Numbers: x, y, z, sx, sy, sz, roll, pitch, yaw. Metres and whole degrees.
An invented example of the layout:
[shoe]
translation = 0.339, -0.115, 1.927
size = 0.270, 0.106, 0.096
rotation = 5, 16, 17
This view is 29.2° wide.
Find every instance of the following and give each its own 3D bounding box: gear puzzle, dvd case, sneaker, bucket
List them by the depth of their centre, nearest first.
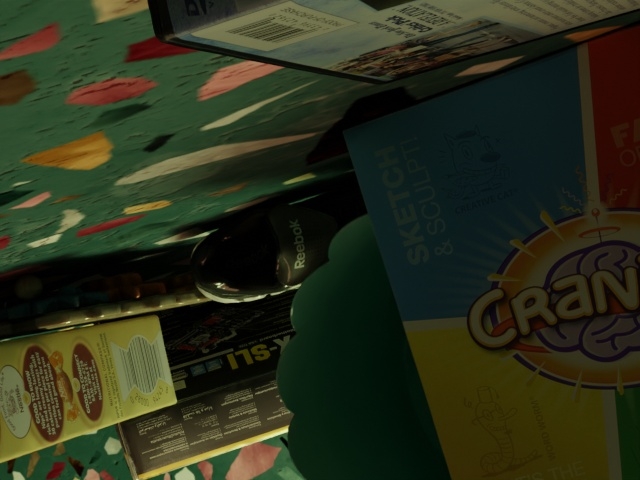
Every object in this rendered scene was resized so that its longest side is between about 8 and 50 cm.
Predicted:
[dvd case]
translation = 0.097, -0.097, 0.386
size = 0.253, 0.022, 0.180
rotation = -14, 177, 24
[bucket]
translation = 0.125, 0.095, 0.882
size = 0.281, 0.281, 0.183
rotation = -20, 170, 27
[sneaker]
translation = 0.000, 0.000, 0.978
size = 0.234, 0.078, 0.106
rotation = -16, 178, 6
[gear puzzle]
translation = -0.183, 0.046, 1.070
size = 0.175, 0.044, 0.339
rotation = -12, 177, 25

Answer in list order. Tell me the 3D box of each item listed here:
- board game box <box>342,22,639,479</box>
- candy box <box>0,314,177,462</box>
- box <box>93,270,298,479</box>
[board game box]
translation = 0.174, 0.048, 0.710
size = 0.242, 0.317, 0.064
rotation = -19, 175, 14
[candy box]
translation = -0.267, 0.128, 0.955
size = 0.182, 0.088, 0.316
rotation = -15, 176, 20
[box]
translation = -0.060, 0.098, 1.238
size = 0.322, 0.079, 0.257
rotation = -17, -153, -10
